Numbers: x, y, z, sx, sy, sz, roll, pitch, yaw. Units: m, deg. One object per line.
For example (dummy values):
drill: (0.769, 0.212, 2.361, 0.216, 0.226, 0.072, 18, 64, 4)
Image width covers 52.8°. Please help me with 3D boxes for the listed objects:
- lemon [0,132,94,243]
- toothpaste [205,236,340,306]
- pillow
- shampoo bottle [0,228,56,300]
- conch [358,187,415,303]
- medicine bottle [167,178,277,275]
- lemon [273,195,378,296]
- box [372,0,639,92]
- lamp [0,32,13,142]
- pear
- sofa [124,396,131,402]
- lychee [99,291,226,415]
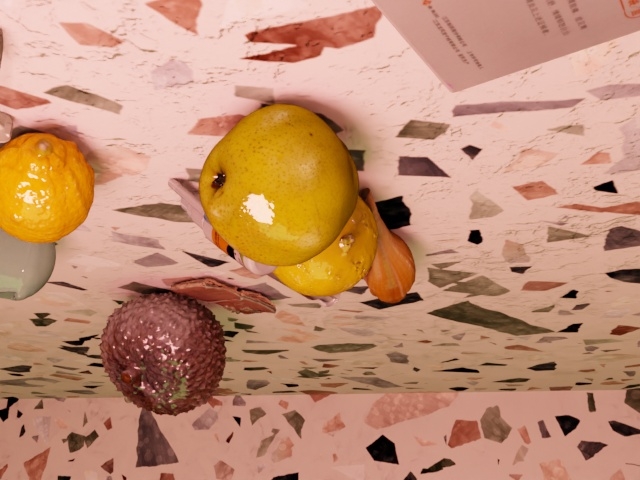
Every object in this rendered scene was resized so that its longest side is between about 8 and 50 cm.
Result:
lemon: (-0.375, -0.071, 0.863, 0.142, 0.142, 0.187, 10, 150, -20)
toothpaste: (-0.075, 0.048, 1.242, 0.100, 0.066, 0.323, -13, 149, 34)
pillow: (-0.218, 0.130, 1.471, 0.126, 0.043, 0.232, -14, 153, 39)
shampoo bottle: (-0.617, 0.005, 1.053, 0.350, 0.151, 0.222, 15, 152, -32)
conch: (0.112, 0.014, 1.116, 0.093, 0.109, 0.330, -31, 139, -16)
medicine bottle: (-0.146, -0.028, 0.929, 0.221, 0.061, 0.092, 32, 170, 44)
lemon: (0.000, 0.000, 0.971, 0.174, 0.173, 0.206, 2, 171, -2)
box: (0.185, -0.237, 0.459, 0.299, 0.106, 0.200, -12, 156, 32)
lamp: (-0.383, -0.171, 0.734, 0.056, 0.050, 0.198, 12, 156, -20)
pear: (-0.045, -0.065, 0.788, 0.198, 0.198, 0.198, 1, 158, 1)
sofa: (-0.431, 0.313, 1.698, 0.210, 0.225, 0.176, 0, 162, 12)
lychee: (-0.350, 0.247, 1.479, 0.300, 0.300, 0.300, 1, 158, 1)
